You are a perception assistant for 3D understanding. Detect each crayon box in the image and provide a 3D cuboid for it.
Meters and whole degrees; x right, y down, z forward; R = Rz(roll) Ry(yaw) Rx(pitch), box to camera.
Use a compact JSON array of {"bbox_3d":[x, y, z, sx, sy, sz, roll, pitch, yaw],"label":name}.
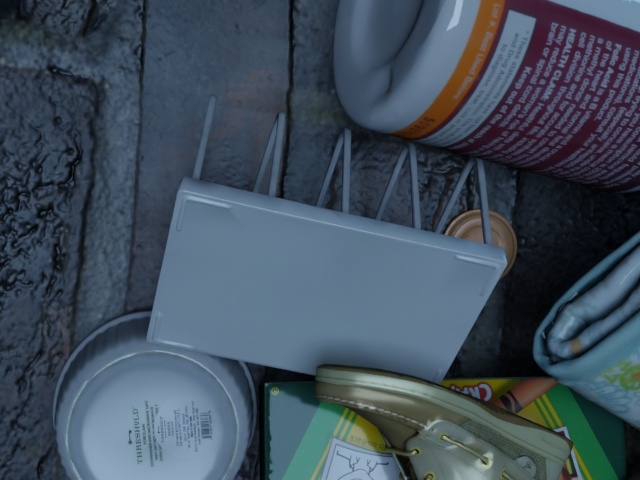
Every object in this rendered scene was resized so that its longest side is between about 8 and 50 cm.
[{"bbox_3d":[0.122,0.295,0.988,0.363,0.106,0.313,0,81,-7],"label":"crayon box"}]

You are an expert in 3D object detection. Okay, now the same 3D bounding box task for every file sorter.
[{"bbox_3d":[0.000,0.000,0.920,0.278,0.173,0.192,12,132,-9],"label":"file sorter"}]

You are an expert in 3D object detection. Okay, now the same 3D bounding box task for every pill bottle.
[{"bbox_3d":[0.229,-0.168,0.906,0.392,0.224,0.224,12,93,-24],"label":"pill bottle"}]

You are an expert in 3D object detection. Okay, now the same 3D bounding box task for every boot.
[{"bbox_3d":[0.088,0.231,0.878,0.262,0.095,0.203,23,81,-22],"label":"boot"}]

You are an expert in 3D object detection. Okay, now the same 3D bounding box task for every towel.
[{"bbox_3d":[0.423,0.057,0.890,0.320,0.090,0.374,33,118,-32],"label":"towel"}]

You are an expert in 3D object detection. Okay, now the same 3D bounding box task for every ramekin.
[{"bbox_3d":[-0.163,0.176,0.970,0.207,0.109,0.207,-1,94,-8],"label":"ramekin"}]

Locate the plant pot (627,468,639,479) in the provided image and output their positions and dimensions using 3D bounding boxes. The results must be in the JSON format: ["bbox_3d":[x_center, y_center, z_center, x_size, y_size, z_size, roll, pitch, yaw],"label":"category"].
[{"bbox_3d":[0.406,0.292,0.905,0.263,0.229,0.263,11,76,-48],"label":"plant pot"}]

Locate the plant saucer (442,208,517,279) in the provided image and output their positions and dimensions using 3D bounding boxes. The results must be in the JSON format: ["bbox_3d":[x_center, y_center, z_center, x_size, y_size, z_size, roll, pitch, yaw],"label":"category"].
[{"bbox_3d":[0.169,0.008,1.049,0.084,0.013,0.083,-1,94,-8],"label":"plant saucer"}]
